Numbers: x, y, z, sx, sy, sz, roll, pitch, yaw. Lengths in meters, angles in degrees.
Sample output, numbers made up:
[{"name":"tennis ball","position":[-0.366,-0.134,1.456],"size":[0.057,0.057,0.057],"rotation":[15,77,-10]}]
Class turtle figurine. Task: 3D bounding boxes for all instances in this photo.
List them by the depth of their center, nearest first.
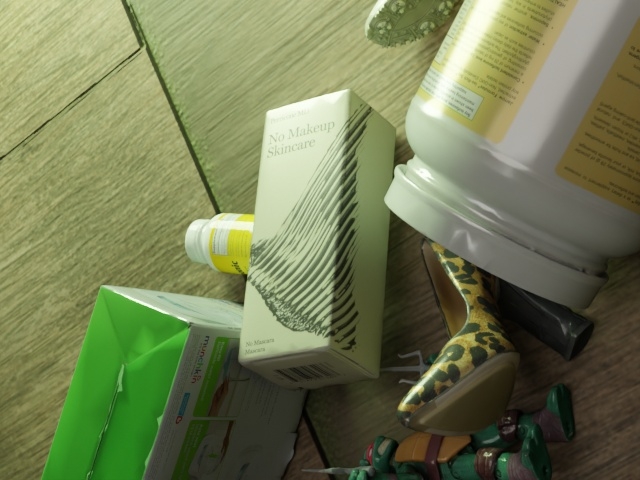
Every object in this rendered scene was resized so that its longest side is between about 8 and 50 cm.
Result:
[{"name":"turtle figurine","position":[0.110,0.188,1.270],"size":[0.234,0.118,0.175],"rotation":[-8,39,30]}]

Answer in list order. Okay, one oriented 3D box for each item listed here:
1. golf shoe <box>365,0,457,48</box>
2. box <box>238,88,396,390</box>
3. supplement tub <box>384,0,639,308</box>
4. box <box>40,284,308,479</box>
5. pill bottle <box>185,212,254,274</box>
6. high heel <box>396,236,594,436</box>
[{"name":"golf shoe","position":[0.106,-0.271,1.363],"size":[0.176,0.069,0.086],"rotation":[-44,44,18]},{"name":"box","position":[0.000,0.000,1.324],"size":[0.113,0.094,0.275],"rotation":[-13,60,31]},{"name":"supplement tub","position":[0.219,-0.134,1.158],"size":[0.241,0.241,0.331],"rotation":[34,103,31]},{"name":"box","position":[-0.137,0.192,1.353],"size":[0.127,0.231,0.262],"rotation":[20,96,32]},{"name":"pill bottle","position":[-0.083,0.004,1.439],"size":[0.116,0.065,0.065],"rotation":[5,87,33]},{"name":"high heel","position":[0.101,0.078,1.210],"size":[0.186,0.261,0.093],"rotation":[35,126,28]}]
